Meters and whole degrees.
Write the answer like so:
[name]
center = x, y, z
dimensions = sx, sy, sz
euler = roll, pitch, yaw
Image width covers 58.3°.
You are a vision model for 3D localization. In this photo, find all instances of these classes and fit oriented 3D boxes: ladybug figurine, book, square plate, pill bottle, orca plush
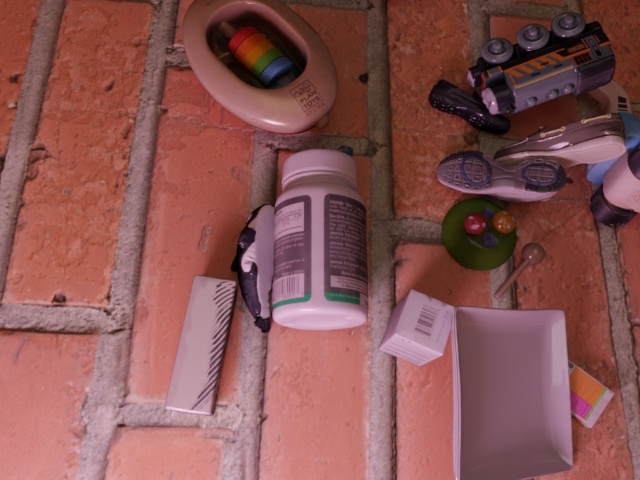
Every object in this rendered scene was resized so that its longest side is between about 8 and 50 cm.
[ladybug figurine]
center = -0.144, -0.418, 1.397
dimensions = 0.305, 0.162, 0.449
euler = -37, 78, -16
[book]
center = 0.561, 0.332, 1.277
dimensions = 0.144, 0.035, 0.096
euler = 38, 75, 8
[square plate]
center = 0.388, 0.310, 1.176
dimensions = 0.347, 0.049, 0.344
euler = 6, 80, -32
[pill bottle]
center = 0.000, 0.000, 1.245
dimensions = 0.204, 0.204, 0.361
euler = 2, 71, -5
[orca plush]
center = -0.149, 0.065, 1.291
dimensions = 0.151, 0.102, 0.287
euler = 2, 77, -52

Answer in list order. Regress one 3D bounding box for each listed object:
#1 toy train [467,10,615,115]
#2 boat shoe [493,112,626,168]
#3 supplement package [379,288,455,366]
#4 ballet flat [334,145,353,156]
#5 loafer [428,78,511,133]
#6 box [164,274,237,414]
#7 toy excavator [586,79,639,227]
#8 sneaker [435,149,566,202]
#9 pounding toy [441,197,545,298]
[toy train]
center = 0.533, -0.419, 1.385
dimensions = 0.333, 0.142, 0.190
euler = -19, 62, 6
[boat shoe]
center = 0.555, -0.224, 1.360
dimensions = 0.305, 0.109, 0.091
euler = -8, 67, 40
[supplement package]
center = 0.202, 0.189, 1.212
dimensions = 0.105, 0.179, 0.105
euler = 22, 71, 3
[ballet flat]
center = 0.028, -0.197, 1.408
dimensions = 0.114, 0.041, 0.041
euler = -36, 78, -16
[loafer]
center = 0.388, -0.345, 1.468
dimensions = 0.223, 0.076, 0.078
euler = 28, 78, 8
[box]
center = -0.243, 0.219, 1.197
dimensions = 0.094, 0.113, 0.275
euler = 9, 72, -3
[toy excavator]
center = 0.770, -0.268, 1.436
dimensions = 0.432, 0.222, 0.445
euler = 16, 56, 1
[sneaker]
center = 0.427, -0.136, 1.388
dimensions = 0.297, 0.129, 0.111
euler = 12, 72, 18
[pounding toy]
center = 0.404, -0.011, 1.338
dimensions = 0.183, 0.110, 0.237
euler = -39, 78, -16
